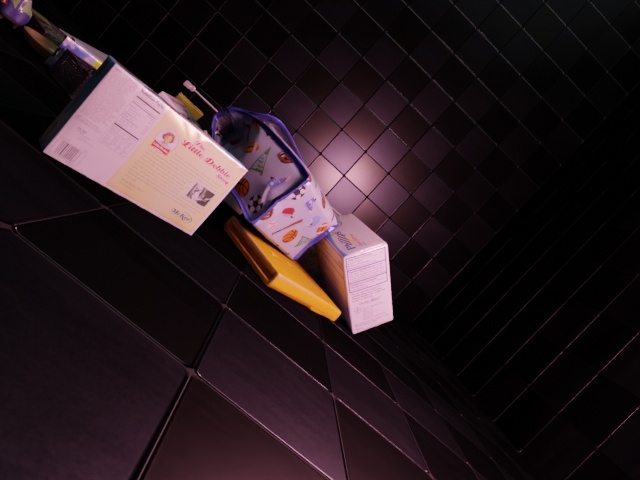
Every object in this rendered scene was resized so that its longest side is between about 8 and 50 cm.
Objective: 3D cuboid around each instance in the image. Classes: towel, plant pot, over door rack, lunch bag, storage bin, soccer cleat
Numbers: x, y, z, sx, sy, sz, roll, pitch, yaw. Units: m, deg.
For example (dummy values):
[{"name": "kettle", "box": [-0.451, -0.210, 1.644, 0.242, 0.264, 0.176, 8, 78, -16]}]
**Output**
[{"name": "towel", "box": [-0.505, -0.405, 1.493, 0.102, 0.237, 0.021, 40, 43, -33]}, {"name": "plant pot", "box": [-0.819, -0.569, 1.384, 0.236, 0.032, 0.236, 41, 4, -3]}, {"name": "over door rack", "box": [-0.498, -0.456, 1.788, 0.324, 0.239, 0.108, 40, 7, -34]}, {"name": "lunch bag", "box": [0.000, 0.000, 1.640, 0.305, 0.256, 0.212, 40, 5, -34]}, {"name": "storage bin", "box": [-0.645, -0.430, 1.218, 0.180, 0.084, 0.122, 43, 4, 27]}, {"name": "soccer cleat", "box": [-0.940, -0.738, 1.359, 0.289, 0.121, 0.093, 45, 5, 40]}, {"name": "lunch bag", "box": [-0.147, -0.185, 1.303, 0.385, 0.239, 0.328, 52, -1, 28]}]

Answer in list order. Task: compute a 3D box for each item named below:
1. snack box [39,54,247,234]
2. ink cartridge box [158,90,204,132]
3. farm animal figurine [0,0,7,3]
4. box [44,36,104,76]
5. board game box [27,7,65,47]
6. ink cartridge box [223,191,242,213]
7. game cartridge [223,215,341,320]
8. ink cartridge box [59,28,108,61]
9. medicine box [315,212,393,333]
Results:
[{"name": "snack box", "box": [-0.309, -0.157, 0.828, 0.322, 0.187, 0.060, 38, 6, -48]}, {"name": "ink cartridge box", "box": [-0.407, -0.286, 1.339, 0.289, 0.121, 0.211, 54, 3, -9]}, {"name": "farm animal figurine", "box": [-0.912, -0.742, 1.057, 0.330, 0.172, 0.327, 25, 21, -37]}, {"name": "box", "box": [-0.705, -0.511, 1.309, 0.042, 0.109, 0.178, 50, 8, 35]}, {"name": "board game box", "box": [-0.977, -0.745, 1.633, 0.347, 0.056, 0.208, 45, 9, 34]}, {"name": "ink cartridge box", "box": [-0.397, -0.237, 1.681, 0.296, 0.066, 0.261, 42, 4, -16]}, {"name": "game cartridge", "box": [-0.105, 0.086, 1.255, 0.285, 0.052, 0.324, 46, 3, 41]}, {"name": "ink cartridge box", "box": [-0.759, -0.597, 1.507, 0.165, 0.065, 0.332, 44, 5, -7]}, {"name": "medicine box", "box": [0.103, 0.099, 1.424, 0.263, 0.149, 0.289, -131, -151, -58]}]
